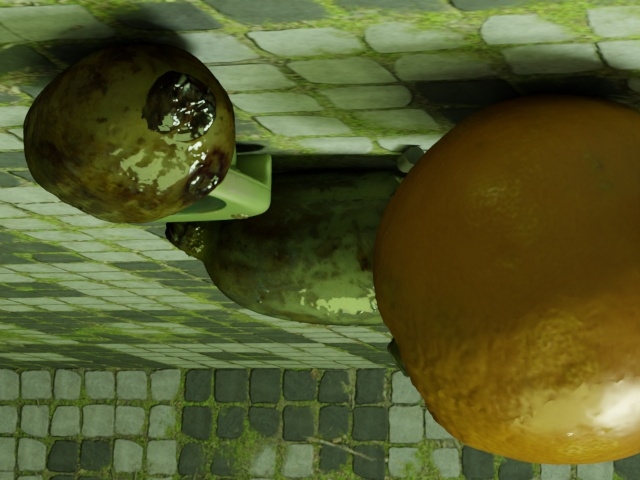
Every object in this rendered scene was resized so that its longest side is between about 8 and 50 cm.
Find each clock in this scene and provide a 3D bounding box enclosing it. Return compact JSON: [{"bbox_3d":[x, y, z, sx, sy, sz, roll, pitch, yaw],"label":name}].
[{"bbox_3d":[-0.154,-0.070,1.520,0.170,0.069,0.232,-1,169,19],"label":"clock"}]

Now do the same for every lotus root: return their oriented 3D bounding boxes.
[{"bbox_3d":[0.000,0.000,1.663,0.309,0.173,0.173,1,170,14],"label":"lotus root"},{"bbox_3d":[-0.143,-0.082,1.271,0.145,0.128,0.260,17,164,-22],"label":"lotus root"}]

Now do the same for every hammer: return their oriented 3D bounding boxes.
[{"bbox_3d":[0.129,-0.077,1.585,0.110,0.019,0.035,-1,171,-14],"label":"hammer"}]

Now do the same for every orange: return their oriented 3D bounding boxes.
[{"bbox_3d":[0.190,0.033,1.358,0.312,0.312,0.312,2,170,0],"label":"orange"}]
